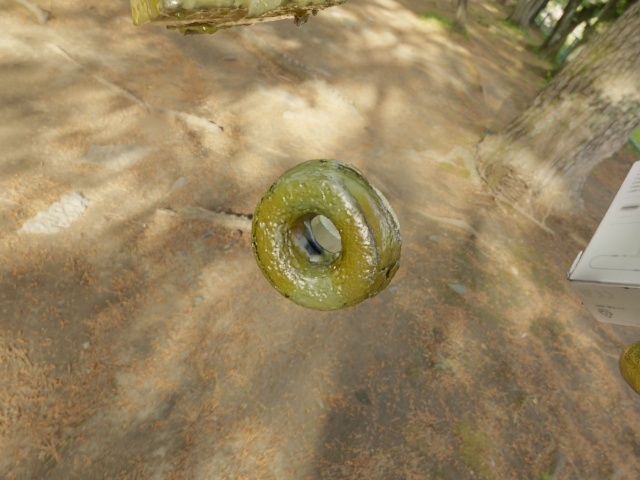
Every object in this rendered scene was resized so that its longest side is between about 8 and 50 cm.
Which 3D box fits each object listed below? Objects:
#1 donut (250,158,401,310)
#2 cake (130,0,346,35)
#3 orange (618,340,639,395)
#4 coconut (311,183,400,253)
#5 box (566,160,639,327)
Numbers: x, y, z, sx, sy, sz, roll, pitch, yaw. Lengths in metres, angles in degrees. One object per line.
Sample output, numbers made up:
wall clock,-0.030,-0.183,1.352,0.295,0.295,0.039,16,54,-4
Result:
donut,0.000,0.000,0.778,0.272,0.272,0.107,35,20,6
cake,-0.129,-0.379,0.564,0.223,0.227,0.286,-15,23,-25
orange,0.464,0.180,0.644,0.085,0.085,0.095,44,25,18
coconut,0.053,-0.019,1.187,0.239,0.244,0.239,25,40,-23
box,0.480,-0.005,0.595,0.106,0.203,0.251,45,70,-19
